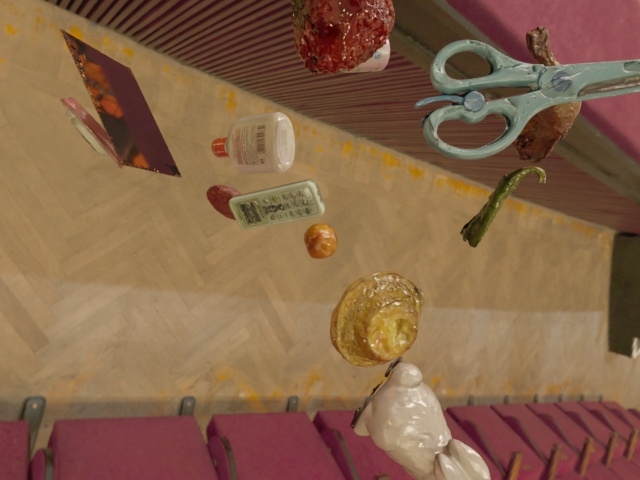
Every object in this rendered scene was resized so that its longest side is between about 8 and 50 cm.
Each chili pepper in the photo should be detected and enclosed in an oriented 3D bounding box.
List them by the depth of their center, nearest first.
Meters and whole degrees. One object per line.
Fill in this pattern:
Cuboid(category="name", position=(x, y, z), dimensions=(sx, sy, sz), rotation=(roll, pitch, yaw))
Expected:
Cuboid(category="chili pepper", position=(0.530, -0.099, 1.325), dimensions=(0.076, 0.085, 0.359), rotation=(-10, 151, -21))

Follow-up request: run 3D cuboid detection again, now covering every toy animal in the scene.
Cuboid(category="toy animal", position=(0.257, 0.475, 1.010), dimensions=(0.193, 0.357, 0.258), rotation=(-27, 141, -34))

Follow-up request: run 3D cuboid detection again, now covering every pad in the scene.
Cuboid(category="pad", position=(-0.497, -0.332, 1.118), dimensions=(0.007, 0.247, 0.368), rotation=(-29, 83, 14))

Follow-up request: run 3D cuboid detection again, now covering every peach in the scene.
Cuboid(category="peach", position=(0.000, 0.000, 1.641), dimensions=(0.138, 0.138, 0.138), rotation=(-10, 107, -35))

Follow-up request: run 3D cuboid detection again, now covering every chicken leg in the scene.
Cuboid(category="chicken leg", position=(0.476, -0.297, 0.957), dimensions=(0.083, 0.177, 0.322), rotation=(-37, 157, -12))

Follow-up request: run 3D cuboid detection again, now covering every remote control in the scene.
Cuboid(category="remote control", position=(-0.146, -0.119, 1.465), dimensions=(0.128, 0.335, 0.066), rotation=(67, 29, -27))

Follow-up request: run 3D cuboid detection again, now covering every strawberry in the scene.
Cuboid(category="strawberry", position=(0.050, -0.505, 0.984), dimensions=(0.220, 0.274, 0.274), rotation=(2, 100, -19))

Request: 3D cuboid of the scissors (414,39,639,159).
Cuboid(category="scissors", position=(0.336, -0.220, 0.642), dimensions=(0.392, 0.032, 0.180), rotation=(-5, 89, 5))

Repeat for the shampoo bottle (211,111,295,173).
Cuboid(category="shampoo bottle", position=(-0.135, -0.182, 0.837), dimensions=(0.051, 0.220, 0.108), rotation=(-14, 106, -41))

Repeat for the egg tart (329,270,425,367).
Cuboid(category="egg tart", position=(0.191, 0.253, 1.342), dimensions=(0.341, 0.129, 0.342), rotation=(-5, 103, -22))

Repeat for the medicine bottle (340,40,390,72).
Cuboid(category="medicine bottle", position=(0.130, -0.734, 1.708), dimensions=(0.254, 0.152, 0.152), rotation=(-11, 108, -21))

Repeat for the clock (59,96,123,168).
Cuboid(category="clock", position=(-0.668, -0.311, 1.288), dimensions=(0.056, 0.244, 0.244), rotation=(-44, 123, -14))

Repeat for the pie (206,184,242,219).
Cuboid(category="pie", position=(-0.338, -0.138, 1.611), dimensions=(0.182, 0.182, 0.050), rotation=(49, 56, -34))
